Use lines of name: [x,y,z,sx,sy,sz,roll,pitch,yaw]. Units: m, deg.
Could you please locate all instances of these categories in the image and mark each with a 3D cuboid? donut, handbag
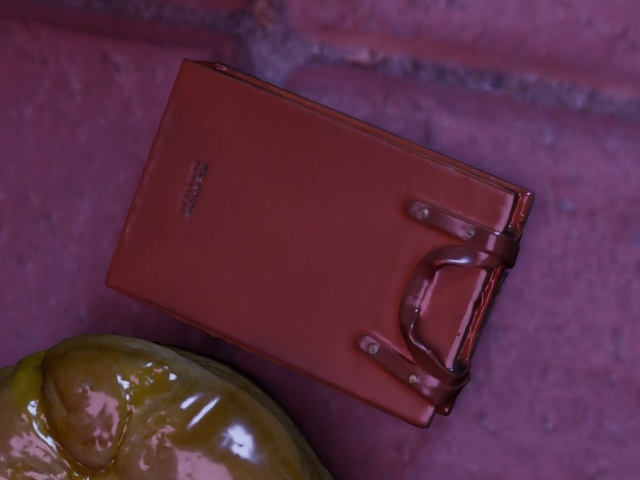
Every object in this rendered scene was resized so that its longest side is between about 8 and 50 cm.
donut: [-0.079,0.171,0.962,0.208,0.128,0.261,-21,89,15]
handbag: [0.000,0.000,0.961,0.190,0.063,0.127,24,100,15]
